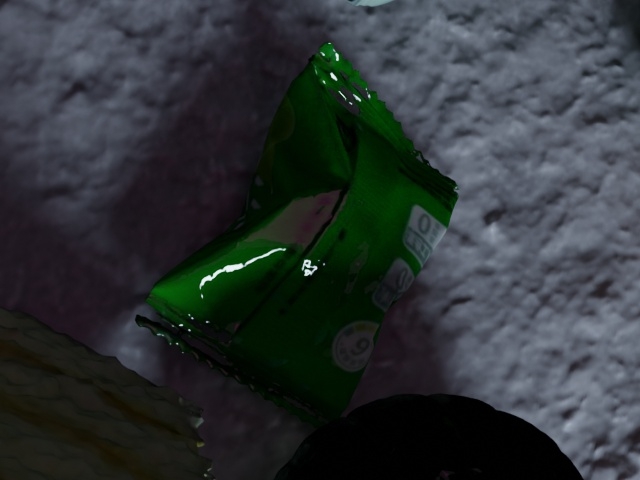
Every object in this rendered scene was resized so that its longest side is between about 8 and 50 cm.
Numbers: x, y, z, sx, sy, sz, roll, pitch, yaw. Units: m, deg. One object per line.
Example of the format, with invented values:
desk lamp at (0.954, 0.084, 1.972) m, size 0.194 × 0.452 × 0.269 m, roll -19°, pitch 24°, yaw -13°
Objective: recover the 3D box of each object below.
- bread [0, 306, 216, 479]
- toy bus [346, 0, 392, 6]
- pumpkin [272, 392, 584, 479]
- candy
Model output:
bread at (-0.194, 0.171, 0.415) m, size 0.239 × 0.395 × 0.264 m, roll 21°, pitch 92°, yaw 5°
toy bus at (0.086, -0.264, 0.727) m, size 0.271 × 0.133 × 0.165 m, roll -36°, pitch 94°, yaw -28°
pumpkin at (0.054, 0.178, 0.584) m, size 0.202 × 0.140 × 0.202 m, roll -2°, pitch 97°, yaw -17°
candy at (0.000, -0.001, 0.650) m, size 0.141 × 0.078 × 0.203 m, roll 32°, pitch 71°, yaw -10°
